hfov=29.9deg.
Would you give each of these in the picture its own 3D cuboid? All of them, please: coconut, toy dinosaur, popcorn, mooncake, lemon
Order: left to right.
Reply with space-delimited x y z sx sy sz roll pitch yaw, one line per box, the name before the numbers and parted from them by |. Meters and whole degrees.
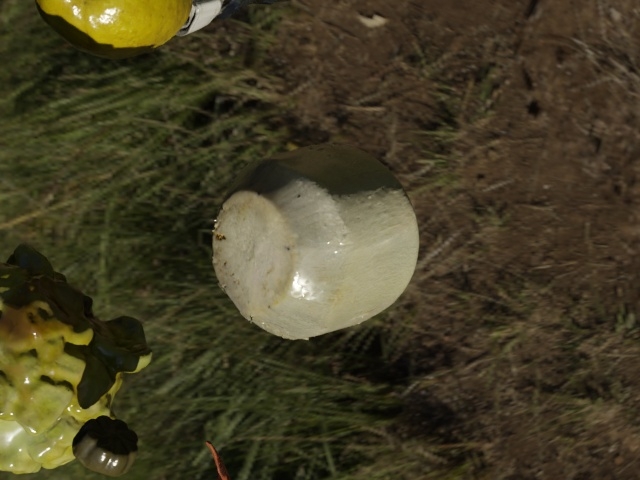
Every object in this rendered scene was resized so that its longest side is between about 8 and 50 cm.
mooncake | -0.292 0.127 0.972 0.057 0.346 0.150 -51 59 10
popcorn | -0.292 0.108 1.160 0.216 0.181 0.235 -35 78 -3
lemon | -0.239 -0.293 1.396 0.170 0.207 0.170 2 98 17
toy dinosaur | -0.169 0.480 2.022 0.055 0.101 0.280 -8 82 54
coconut | 0.000 0.000 1.532 0.245 0.247 0.245 11 106 45

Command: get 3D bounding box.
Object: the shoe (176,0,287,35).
shoe | -0.182 -0.382 1.716 0.172 0.350 0.198 138 141 -63
